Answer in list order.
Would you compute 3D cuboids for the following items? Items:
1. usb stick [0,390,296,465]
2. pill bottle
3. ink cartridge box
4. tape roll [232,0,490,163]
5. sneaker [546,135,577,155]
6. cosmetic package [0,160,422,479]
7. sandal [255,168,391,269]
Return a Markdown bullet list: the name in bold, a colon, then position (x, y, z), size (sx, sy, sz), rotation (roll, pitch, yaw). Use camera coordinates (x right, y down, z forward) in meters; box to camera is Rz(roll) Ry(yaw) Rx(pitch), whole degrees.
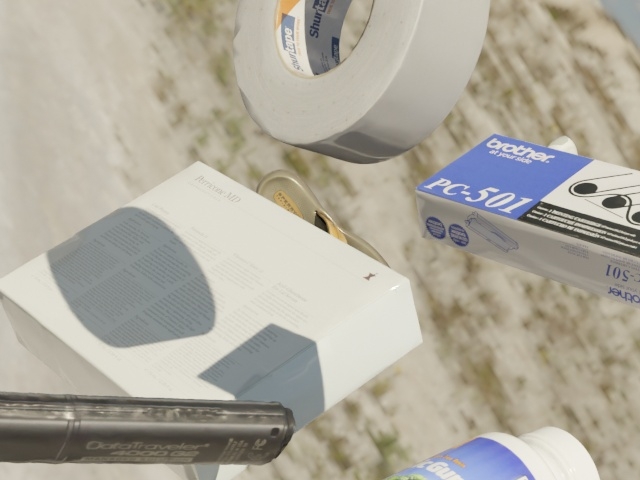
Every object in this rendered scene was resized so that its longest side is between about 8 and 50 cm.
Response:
- **usb stick**: position (-0.156, 0.154, 1.245), size (0.278, 0.077, 0.045), rotation (5, 50, -26)
- **pill bottle**: position (0.151, 0.283, 1.538), size (0.272, 0.152, 0.152), rotation (-20, 73, -35)
- **ink cartridge box**: position (0.177, -0.016, 1.073), size (0.207, 0.097, 0.046), rotation (19, -48, 41)
- **tape roll**: position (0.027, -0.173, 1.183), size (0.072, 0.219, 0.219), rotation (13, 41, -42)
- **sneaker**: position (0.269, -0.045, 1.636), size (0.061, 0.054, 0.152), rotation (38, -32, 42)
- **cosmetic package**: position (-0.124, 0.075, 1.591), size (0.377, 0.284, 0.097), rotation (30, -34, 45)
- **sandal**: position (0.000, 0.000, 1.876), size (0.219, 0.090, 0.060), rotation (51, 7, 6)
